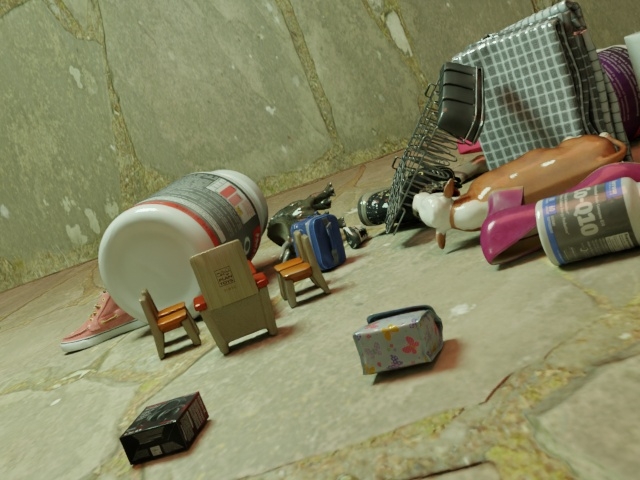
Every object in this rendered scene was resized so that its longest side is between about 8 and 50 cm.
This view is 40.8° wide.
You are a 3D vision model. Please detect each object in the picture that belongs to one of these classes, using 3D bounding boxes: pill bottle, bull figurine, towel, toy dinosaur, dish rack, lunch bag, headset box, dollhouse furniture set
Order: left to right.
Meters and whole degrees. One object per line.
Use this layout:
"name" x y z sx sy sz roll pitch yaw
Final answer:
"headset box" -0.150 0.181 0.845 0.062 0.032 0.083 -18 10 13
"pill bottle" -0.224 -0.006 1.538 0.210 0.210 0.363 -17 13 19
"dollhouse furniture set" -0.129 0.059 1.221 0.262 0.135 0.259 -21 8 -7
"toy dinosaur" -0.045 -0.034 1.681 0.160 0.120 0.313 -19 9 -11
"lunch bag" 0.000 0.000 1.432 0.065 0.098 0.067 -9 9 42
"lunch bag" 0.077 0.093 0.829 0.071 0.053 0.083 -15 0 21
"dish rack" 0.175 -0.139 1.380 0.074 0.271 0.208 20 37 -4
"bull figurine" 0.293 -0.077 1.241 0.311 0.101 0.188 -16 7 28
"towel" 0.354 -0.221 1.401 0.121 0.283 0.235 -26 9 -29
"pill bottle" 0.507 -0.253 1.604 0.323 0.181 0.181 -22 9 -19
"pill bottle" 0.313 -0.024 0.940 0.137 0.078 0.078 -16 9 25

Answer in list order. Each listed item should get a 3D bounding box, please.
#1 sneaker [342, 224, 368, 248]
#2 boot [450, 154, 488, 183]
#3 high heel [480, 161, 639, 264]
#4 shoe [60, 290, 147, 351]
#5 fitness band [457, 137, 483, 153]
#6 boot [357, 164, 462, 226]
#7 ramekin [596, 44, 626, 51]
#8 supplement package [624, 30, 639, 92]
"sneaker" 0.066 -0.013 1.565 0.044 0.040 0.109 -18 9 0
"boot" 0.320 -0.147 1.863 0.119 0.042 0.087 -14 17 40
"high heel" 0.317 -0.026 1.046 0.244 0.082 0.117 -3 45 16
"shoe" -0.385 0.132 1.526 0.178 0.081 0.063 -20 8 -5
"fitness band" 0.439 -0.224 1.842 0.291 0.054 0.209 -9 9 -4
"boot" 0.206 -0.082 1.571 0.236 0.085 0.179 -23 14 -34
"ramekin" 0.655 -0.349 1.860 0.277 0.135 0.277 -8 6 1
"supplement package" 0.578 -0.233 1.236 0.149 0.203 0.194 -22 9 -11
